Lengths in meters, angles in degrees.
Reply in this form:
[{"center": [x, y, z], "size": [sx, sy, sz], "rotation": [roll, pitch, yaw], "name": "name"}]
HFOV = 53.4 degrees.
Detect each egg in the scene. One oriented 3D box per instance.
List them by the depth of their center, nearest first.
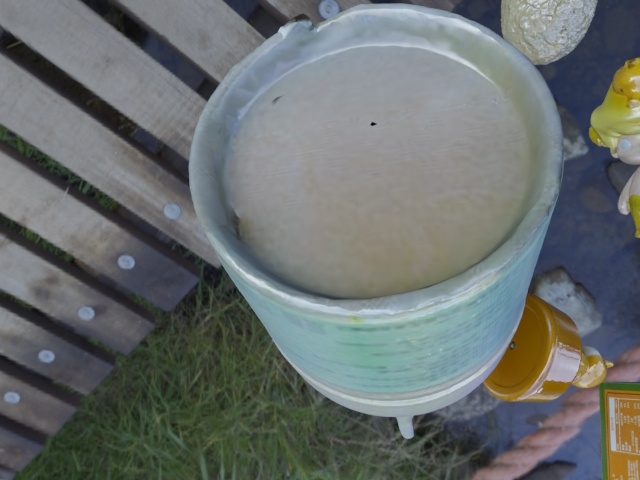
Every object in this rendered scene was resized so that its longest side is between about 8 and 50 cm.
[{"center": [0.279, -0.284, 0.775], "size": [0.116, 0.118, 0.140], "rotation": [-18, 132, -21], "name": "egg"}]

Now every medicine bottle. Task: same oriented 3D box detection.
[{"center": [0.060, 0.028, 0.562], "size": [0.236, 0.235, 0.406], "rotation": [-22, 151, -1], "name": "medicine bottle"}]

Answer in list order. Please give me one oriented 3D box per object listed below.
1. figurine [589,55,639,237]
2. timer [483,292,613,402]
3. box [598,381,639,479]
[{"center": [0.443, -0.127, 0.847], "size": [0.131, 0.156, 0.246], "rotation": [4, 84, -49], "name": "figurine"}, {"center": [0.293, 0.146, 0.788], "size": [0.152, 0.132, 0.132], "rotation": [18, 112, -22], "name": "timer"}, {"center": [0.483, 0.289, 0.845], "size": [0.178, 0.148, 0.194], "rotation": [8, 77, -28], "name": "box"}]
